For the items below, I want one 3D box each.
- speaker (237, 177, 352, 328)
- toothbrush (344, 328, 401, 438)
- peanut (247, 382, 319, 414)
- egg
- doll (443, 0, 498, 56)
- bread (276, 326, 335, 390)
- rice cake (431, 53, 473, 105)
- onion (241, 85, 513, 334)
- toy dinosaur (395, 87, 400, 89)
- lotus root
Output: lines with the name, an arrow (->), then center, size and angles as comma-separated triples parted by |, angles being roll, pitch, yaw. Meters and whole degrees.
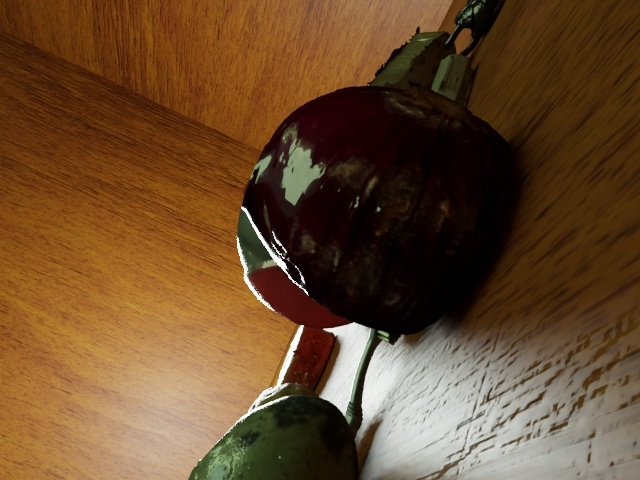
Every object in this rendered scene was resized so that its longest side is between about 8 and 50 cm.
speaker -> 0.000, 0.000, 0.929 | 0.294, 0.294, 0.294 | -155, 90, -89
toothbrush -> 0.015, 0.224, 0.600 | 0.037, 0.028, 0.375 | 15, 78, 47
peanut -> -0.050, 0.266, 0.735 | 0.120, 0.110, 0.236 | -51, 7, 18
egg -> -0.040, 0.217, 0.498 | 0.182, 0.141, 0.141 | -55, 1, -3
doll -> 0.296, -0.428, 1.044 | 0.139, 0.057, 0.165 | -62, 4, -40
bread -> -0.032, 0.245, 1.187 | 0.160, 0.073, 0.160 | -154, 90, -89
rice cake -> 0.193, -0.210, 0.908 | 0.052, 0.057, 0.256 | 114, 180, -51
onion -> 0.038, -0.035, 0.519 | 0.207, 0.206, 0.216 | -67, 3, -67
toy dinosaur -> 0.134, -0.129, 0.911 | 0.055, 0.101, 0.279 | -48, 25, 48
lotus root -> 0.178, -0.288, 1.092 | 0.261, 0.074, 0.170 | -56, -40, -30
